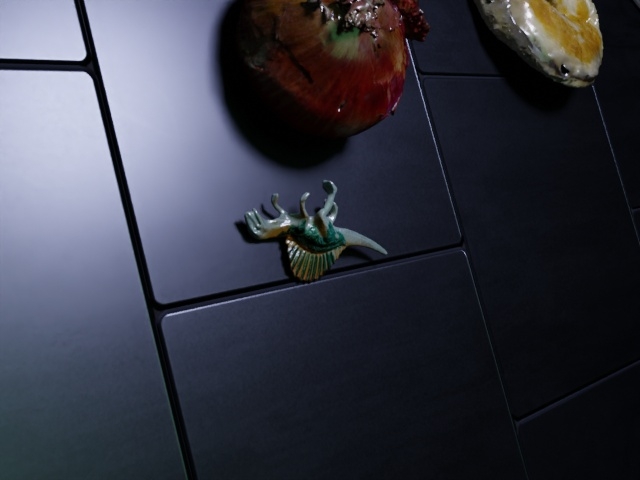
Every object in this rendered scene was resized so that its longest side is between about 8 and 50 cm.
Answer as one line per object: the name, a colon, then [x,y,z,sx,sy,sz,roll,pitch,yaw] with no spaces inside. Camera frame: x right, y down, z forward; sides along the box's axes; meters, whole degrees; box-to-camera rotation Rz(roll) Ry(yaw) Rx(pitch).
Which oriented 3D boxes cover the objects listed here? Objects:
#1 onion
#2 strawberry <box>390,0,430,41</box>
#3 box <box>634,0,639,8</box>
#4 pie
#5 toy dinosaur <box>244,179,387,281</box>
onion: [0.020,-0.237,0.905,0.230,0.163,0.230,15,59,-27]
strawberry: [0.067,-0.343,1.030,0.192,0.085,0.140,53,9,-51]
box: [0.639,-0.627,1.650,0.365,0.051,0.205,36,56,-28]
pie: [0.364,-0.402,1.323,0.339,0.077,0.339,19,58,-33]
toy dinosaur: [-0.002,0.000,0.898,0.187,0.044,0.106,47,63,-36]
